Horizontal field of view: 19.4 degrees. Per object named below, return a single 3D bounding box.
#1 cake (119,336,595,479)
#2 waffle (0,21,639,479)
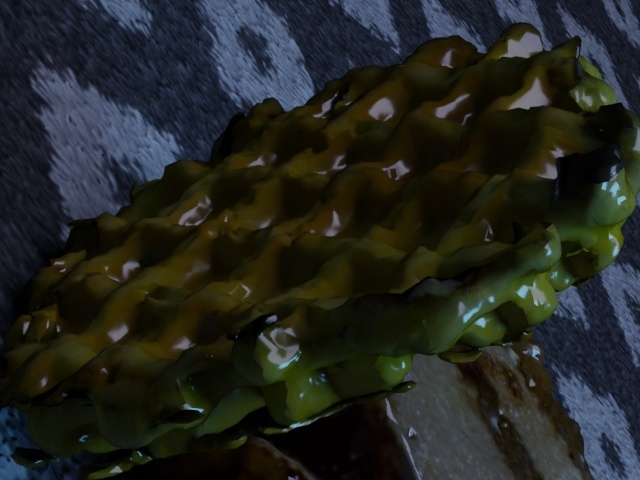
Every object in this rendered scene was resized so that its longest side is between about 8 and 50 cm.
[{"bbox_3d":[0.018,0.142,1.125,0.196,0.199,0.293,64,24,5],"label":"cake"},{"bbox_3d":[0.000,0.000,1.046,0.382,0.380,0.095,-77,147,-67],"label":"waffle"}]
